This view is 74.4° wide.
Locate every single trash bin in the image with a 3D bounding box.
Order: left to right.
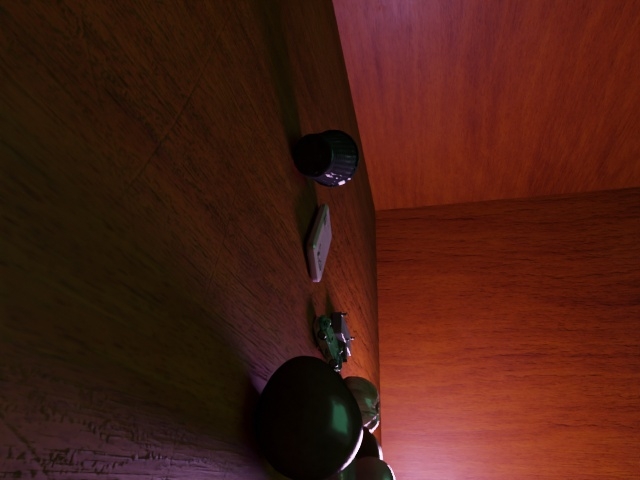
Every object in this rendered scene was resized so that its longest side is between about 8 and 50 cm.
[{"bbox_3d":[0.008,-0.240,1.213,0.161,0.175,0.176,-18,104,-68],"label":"trash bin"}]

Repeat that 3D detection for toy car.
[{"bbox_3d":[0.020,0.319,1.292,0.093,0.058,0.186,-61,133,-67],"label":"toy car"}]

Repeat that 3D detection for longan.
[{"bbox_3d":[-0.024,0.329,0.781,0.196,0.196,0.220,-47,115,-74],"label":"longan"}]

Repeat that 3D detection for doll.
[{"bbox_3d":[0.084,0.634,1.099,0.251,0.220,0.221,52,34,-48],"label":"doll"}]

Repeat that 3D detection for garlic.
[{"bbox_3d":[0.142,0.604,1.536,0.228,0.152,0.228,-10,90,-81],"label":"garlic"}]

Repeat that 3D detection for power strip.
[{"bbox_3d":[0.084,0.374,1.557,0.216,0.061,0.145,69,19,-50],"label":"power strip"}]

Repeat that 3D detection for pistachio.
[{"bbox_3d":[0.107,0.700,1.278,0.212,0.162,0.261,-28,-121,59],"label":"pistachio"}]

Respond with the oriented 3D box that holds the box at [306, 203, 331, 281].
[{"bbox_3d":[0.000,0.000,1.348,0.285,0.044,0.142,-74,158,-59],"label":"box"}]
